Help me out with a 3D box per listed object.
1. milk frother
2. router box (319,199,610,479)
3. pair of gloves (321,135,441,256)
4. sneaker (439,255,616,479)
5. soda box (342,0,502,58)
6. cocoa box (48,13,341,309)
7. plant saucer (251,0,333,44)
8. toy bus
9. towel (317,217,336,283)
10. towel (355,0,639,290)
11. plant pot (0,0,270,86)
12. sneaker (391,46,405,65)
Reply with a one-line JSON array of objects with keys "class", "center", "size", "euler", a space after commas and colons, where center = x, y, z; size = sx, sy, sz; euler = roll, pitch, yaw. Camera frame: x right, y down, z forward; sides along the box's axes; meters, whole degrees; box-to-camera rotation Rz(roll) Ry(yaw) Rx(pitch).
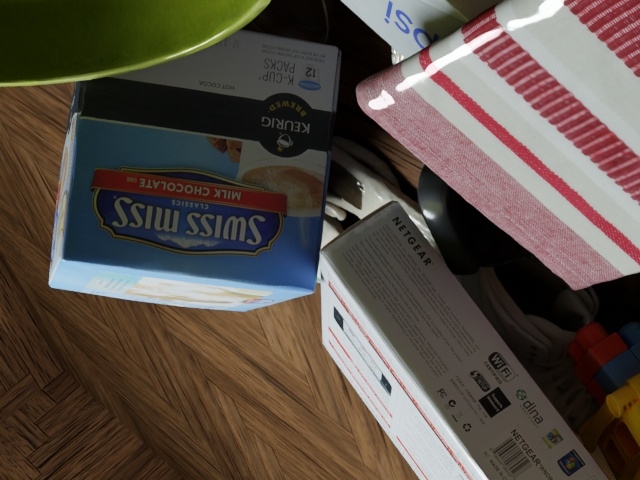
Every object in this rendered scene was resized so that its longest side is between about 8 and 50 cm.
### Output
[{"class": "milk frother", "center": [0.158, -0.047, 1.040], "size": [0.143, 0.129, 0.135], "euler": [-14, 124, 19]}, {"class": "router box", "center": [0.125, 0.162, 1.131], "size": [0.335, 0.082, 0.301], "euler": [54, 169, 15]}, {"class": "pair of gloves", "center": [0.038, -0.010, 1.363], "size": [0.204, 0.042, 0.240], "euler": [44, 154, 14]}, {"class": "sneaker", "center": [0.217, 0.124, 1.164], "size": [0.292, 0.108, 0.169], "euler": [52, 162, -1]}, {"class": "soda box", "center": [0.064, -0.215, 0.924], "size": [0.286, 0.091, 0.098], "euler": [45, 158, 14]}, {"class": "cocoa box", "center": [-0.137, -0.058, 1.233], "size": [0.231, 0.228, 0.347], "euler": [8, 172, -13]}, {"class": "plant saucer", "center": [-0.043, -0.250, 1.166], "size": [0.168, 0.029, 0.168], "euler": [41, 156, 22]}, {"class": "toy bus", "center": [0.286, 0.167, 1.060], "size": [0.211, 0.149, 0.220], "euler": [52, 163, 22]}, {"class": "towel", "center": [0.000, 0.000, 1.517], "size": [0.113, 0.023, 0.152], "euler": [26, 146, 43]}, {"class": "towel", "center": [0.197, -0.077, 0.803], "size": [0.237, 0.037, 0.329], "euler": [38, 151, -18]}, {"class": "plant pot", "center": [-0.232, -0.337, 0.904], "size": [0.366, 0.366, 0.353], "euler": [142, 122, -69]}, {"class": "sneaker", "center": [0.083, -0.166, 1.040], "size": [0.043, 0.040, 0.109], "euler": [30, 152, 38]}]
